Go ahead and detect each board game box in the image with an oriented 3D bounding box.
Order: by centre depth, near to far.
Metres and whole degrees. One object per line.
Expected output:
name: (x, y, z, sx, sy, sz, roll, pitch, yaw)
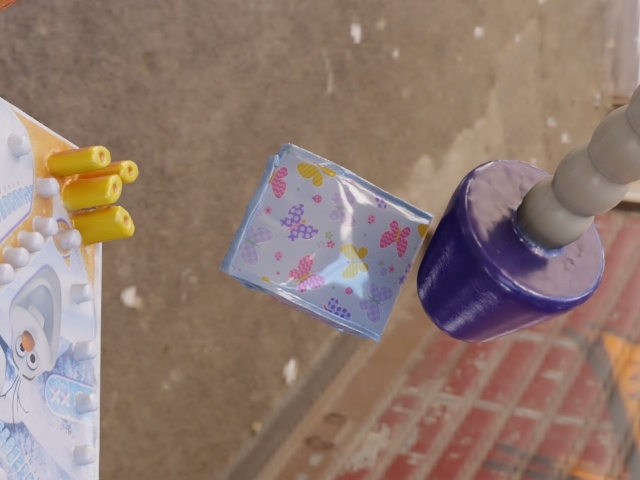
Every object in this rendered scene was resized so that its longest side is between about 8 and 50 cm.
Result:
board game box: (-0.222, 0.064, 0.757, 0.390, 0.050, 0.390, 38, 46, -62)

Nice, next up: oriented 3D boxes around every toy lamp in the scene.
toy lamp: (0.125, -0.043, 0.503, 0.275, 0.080, 0.080, -52, -178, 46)

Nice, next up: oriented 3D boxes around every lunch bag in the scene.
lunch bag: (0.000, 0.000, 0.611, 0.083, 0.053, 0.071, 26, 83, -26)

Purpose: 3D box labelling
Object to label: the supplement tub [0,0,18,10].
supplement tub: (-0.238, -0.233, 0.772, 0.190, 0.117, 0.117, 57, 35, -5)
